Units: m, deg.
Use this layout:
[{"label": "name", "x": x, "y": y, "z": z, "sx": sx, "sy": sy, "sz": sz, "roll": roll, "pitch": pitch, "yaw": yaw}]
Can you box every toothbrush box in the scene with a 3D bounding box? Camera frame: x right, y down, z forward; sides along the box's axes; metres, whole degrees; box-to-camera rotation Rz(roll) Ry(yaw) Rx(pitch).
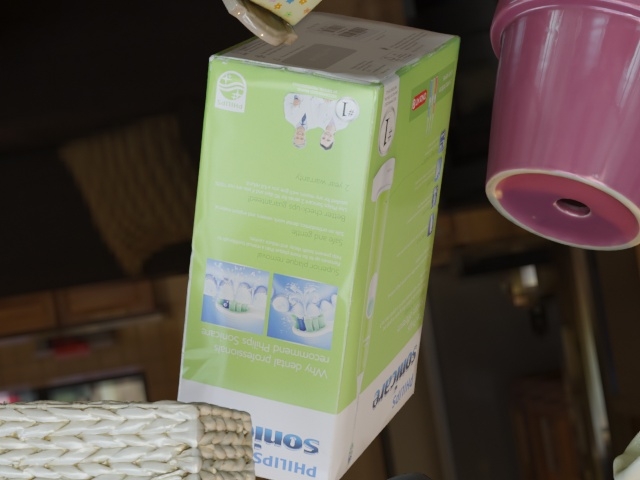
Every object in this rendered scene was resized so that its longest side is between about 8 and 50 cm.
[{"label": "toothbrush box", "x": 0.000, "y": 0.000, "z": 1.302, "sx": 0.122, "sy": 0.283, "sz": 0.206, "roll": 11, "pitch": -161, "yaw": 16}]

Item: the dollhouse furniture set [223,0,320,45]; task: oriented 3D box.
[{"label": "dollhouse furniture set", "x": -0.019, "y": -0.222, "z": 1.056, "sx": 0.182, "sy": 0.101, "sz": 0.161, "roll": -43, "pitch": 144, "yaw": 20}]

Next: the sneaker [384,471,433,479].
[{"label": "sneaker", "x": 0.157, "y": 0.293, "z": 1.901, "sx": 0.222, "sy": 0.083, "sz": 0.118, "roll": 10, "pitch": -145, "yaw": -19}]

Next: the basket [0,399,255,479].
[{"label": "basket", "x": -0.123, "y": 0.144, "z": 1.062, "sx": 0.167, "sy": 0.103, "sz": 0.113, "roll": -1, "pitch": 171, "yaw": 16}]

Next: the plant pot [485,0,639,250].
[{"label": "plant pot", "x": 0.213, "y": -0.100, "z": 1.435, "sx": 0.201, "sy": 0.180, "sz": 0.201, "roll": 18, "pitch": 159, "yaw": 7}]

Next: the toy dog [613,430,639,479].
[{"label": "toy dog", "x": 0.478, "y": 0.121, "z": 1.262, "sx": 0.395, "sy": 0.408, "sz": 0.284, "roll": -54, "pitch": 178, "yaw": 40}]
